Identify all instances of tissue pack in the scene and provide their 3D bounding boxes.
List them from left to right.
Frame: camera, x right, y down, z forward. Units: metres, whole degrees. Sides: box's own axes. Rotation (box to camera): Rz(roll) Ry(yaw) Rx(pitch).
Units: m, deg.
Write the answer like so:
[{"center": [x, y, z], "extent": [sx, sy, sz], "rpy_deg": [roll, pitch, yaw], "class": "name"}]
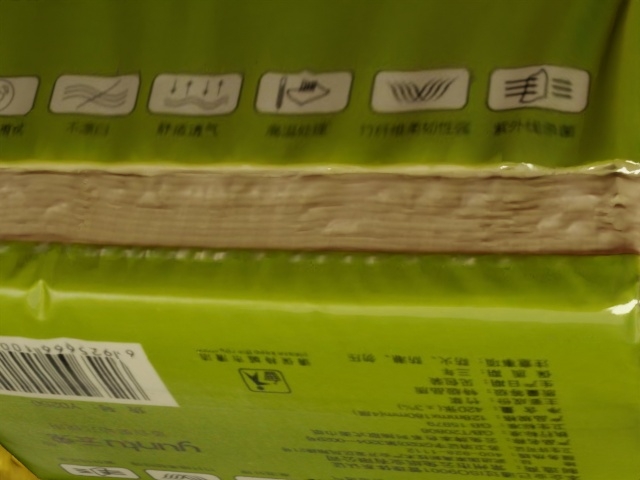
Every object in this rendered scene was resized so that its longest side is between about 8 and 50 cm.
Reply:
[{"center": [0.000, 0.000, 0.609], "extent": [0.274, 0.167, 0.200], "rpy_deg": [1, 152, 17], "class": "tissue pack"}]

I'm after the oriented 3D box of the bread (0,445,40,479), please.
[{"center": [-0.300, 0.147, 0.905], "extent": [0.358, 0.204, 0.337], "rpy_deg": [20, 144, -4], "class": "bread"}]
